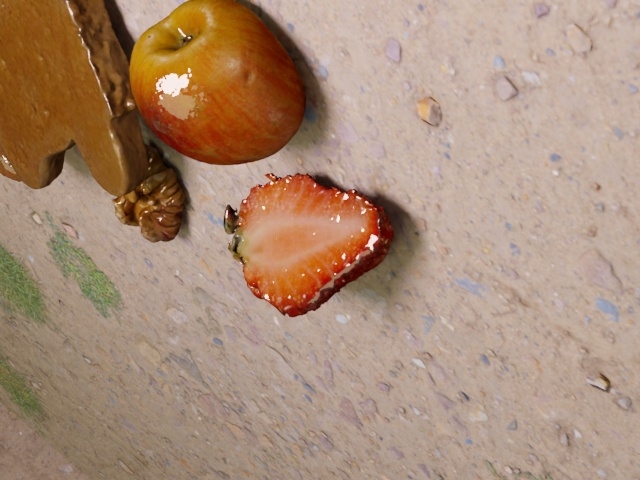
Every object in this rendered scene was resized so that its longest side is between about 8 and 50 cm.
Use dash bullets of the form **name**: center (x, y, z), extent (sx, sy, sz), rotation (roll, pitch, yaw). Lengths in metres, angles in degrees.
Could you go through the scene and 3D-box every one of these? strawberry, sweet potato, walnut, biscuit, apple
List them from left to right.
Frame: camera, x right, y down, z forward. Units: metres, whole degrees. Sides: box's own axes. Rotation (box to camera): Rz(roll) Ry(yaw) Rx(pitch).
- **sweet potato**: center (-0.564, -0.160, 1.873), extent (0.218, 0.051, 0.065), rotation (32, 149, 24)
- **biscuit**: center (-0.372, -0.228, 1.508), extent (0.394, 0.076, 0.368), rotation (-8, 109, 53)
- **walnut**: center (-0.259, -0.067, 1.578), extent (0.143, 0.069, 0.170), rotation (30, 143, 31)
- **apple**: center (-0.117, -0.167, 1.216), extent (0.195, 0.160, 0.173), rotation (26, 166, 43)
- **strawberry**: center (-0.001, 0.007, 1.314), extent (0.236, 0.106, 0.175), rotation (20, 104, 37)
